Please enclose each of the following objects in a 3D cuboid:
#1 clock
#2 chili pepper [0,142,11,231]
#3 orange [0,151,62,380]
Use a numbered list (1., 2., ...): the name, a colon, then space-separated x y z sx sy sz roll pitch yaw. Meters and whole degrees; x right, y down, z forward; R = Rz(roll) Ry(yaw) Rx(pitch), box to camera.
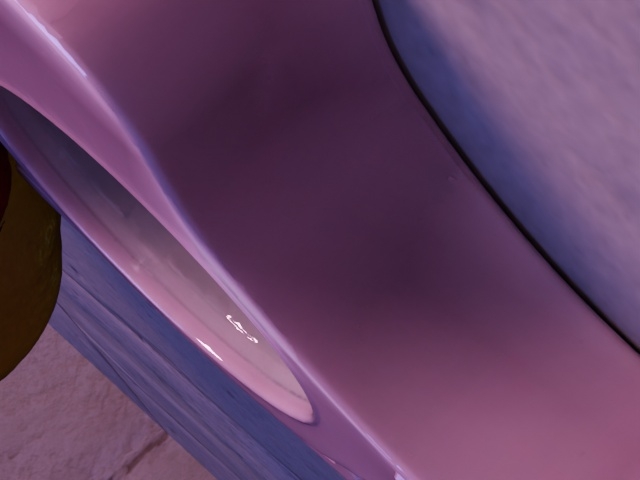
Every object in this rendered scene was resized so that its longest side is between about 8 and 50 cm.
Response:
1. clock: 0.000 0.000 0.456 0.290 0.080 0.275 41 167 14
2. chili pepper: -0.168 -0.070 0.534 0.110 0.110 0.387 40 151 18
3. orange: -0.298 -0.013 0.956 0.279 0.235 0.279 13 129 17
